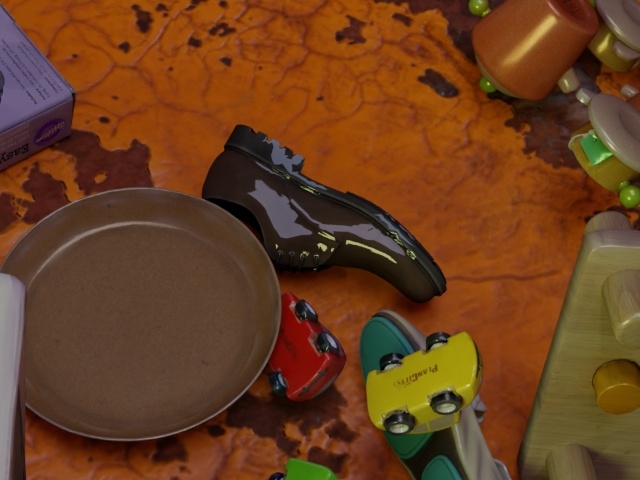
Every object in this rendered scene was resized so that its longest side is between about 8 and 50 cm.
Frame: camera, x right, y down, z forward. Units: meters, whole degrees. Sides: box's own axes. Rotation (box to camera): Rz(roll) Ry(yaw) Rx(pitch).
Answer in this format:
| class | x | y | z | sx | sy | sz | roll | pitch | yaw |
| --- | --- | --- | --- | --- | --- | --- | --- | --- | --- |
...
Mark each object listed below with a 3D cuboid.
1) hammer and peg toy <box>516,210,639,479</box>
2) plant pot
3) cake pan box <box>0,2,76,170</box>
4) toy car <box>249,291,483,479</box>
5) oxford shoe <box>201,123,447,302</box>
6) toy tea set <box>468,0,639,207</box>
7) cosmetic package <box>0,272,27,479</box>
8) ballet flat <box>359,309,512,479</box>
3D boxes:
| class | x | y | z | sx | sy | sz | roll | pitch | yaw |
| --- | --- | --- | --- | --- | --- | --- | --- | --- | --- |
| hammer and peg toy | 0.352 | 0.100 | 1.253 | 0.361 | 0.266 | 0.127 | 3 | 38 | -7 |
| plant pot | -0.149 | 0.062 | 1.309 | 0.236 | 0.032 | 0.236 | 0 | 56 | 0 |
| cake pan box | -0.386 | -0.145 | 1.396 | 0.246 | 0.070 | 0.267 | -32 | 68 | -28 |
| toy car | 0.010 | 0.162 | 1.246 | 0.239 | 0.053 | 0.225 | 10 | 71 | 45 |
| oxford shoe | 0.000 | 0.000 | 1.374 | 0.227 | 0.083 | 0.096 | 30 | 76 | 11 |
| toy tea set | 0.254 | -0.097 | 1.475 | 0.200 | 0.124 | 0.336 | 12 | 46 | -39 |
| cosmetic package | -0.386 | 0.226 | 0.995 | 0.394 | 0.329 | 0.327 | 3 | 57 | -9 |
| ballet flat | 0.105 | 0.165 | 1.283 | 0.086 | 0.086 | 0.248 | -12 | 62 | -17 |
